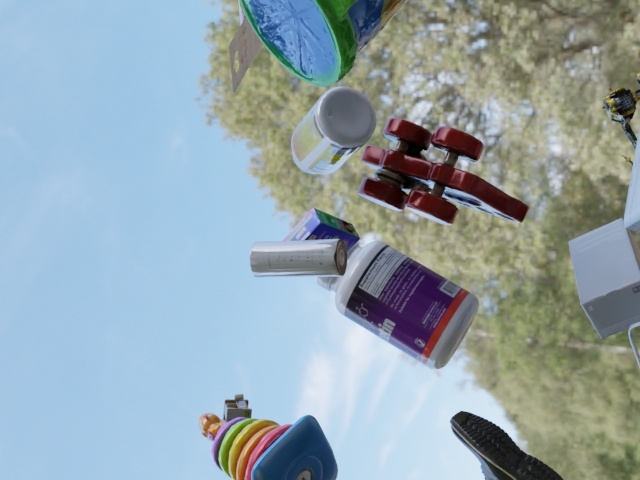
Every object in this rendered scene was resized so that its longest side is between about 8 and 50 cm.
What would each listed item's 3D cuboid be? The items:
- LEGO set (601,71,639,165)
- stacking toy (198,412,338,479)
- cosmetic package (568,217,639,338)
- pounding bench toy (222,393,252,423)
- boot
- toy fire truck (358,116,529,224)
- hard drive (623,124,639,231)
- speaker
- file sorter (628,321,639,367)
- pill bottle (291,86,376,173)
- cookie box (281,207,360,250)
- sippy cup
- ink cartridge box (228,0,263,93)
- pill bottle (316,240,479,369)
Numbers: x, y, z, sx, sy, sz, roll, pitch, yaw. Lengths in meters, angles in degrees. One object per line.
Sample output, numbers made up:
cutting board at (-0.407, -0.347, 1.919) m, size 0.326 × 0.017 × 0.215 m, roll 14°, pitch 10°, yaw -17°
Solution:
LEGO set at (0.725, -0.231, 1.739) m, size 0.192 × 0.255 × 0.331 m, roll 23°, pitch -130°, yaw -71°
stacking toy at (-0.131, 0.378, 1.564) m, size 0.166 × 0.302 × 0.175 m, roll -40°, pitch -54°, yaw -30°
cosmetic package at (0.573, 0.070, 1.695) m, size 0.107 × 0.127 × 0.238 m, roll 53°, pitch -154°, yaw -24°
pounding bench toy at (-0.173, 0.350, 1.803) m, size 0.065 × 0.052 × 0.083 m, roll -138°, pitch 52°, yaw -74°
boot at (0.262, 0.372, 1.334) m, size 0.077 × 0.198 × 0.137 m, roll -15°, pitch -45°, yaw -47°
toy fire truck at (0.238, -0.116, 1.733) m, size 0.254 × 0.302 × 0.169 m, roll 25°, pitch -93°, yaw -46°
hard drive at (0.587, -0.161, 1.390) m, size 0.353 × 0.047 × 0.233 m, roll 96°, pitch -173°, yaw -79°
speaker at (-0.033, 0.027, 1.261) m, size 0.055 × 0.136 × 0.055 m, roll -3°, pitch -90°, yaw -71°
file sorter at (0.711, 0.181, 1.503) m, size 0.193 × 0.277 × 0.173 m, roll 108°, pitch 145°, yaw -76°
pill bottle at (0.016, -0.198, 1.633) m, size 0.215 × 0.117 × 0.117 m, roll 143°, pitch 143°, yaw -66°
cookie box at (0.000, 0.000, 1.488) m, size 0.107 × 0.092 × 0.040 m, roll 21°, pitch -149°, yaw -47°
sippy cup at (0.027, -0.390, 1.301) m, size 0.224 × 0.305 × 0.240 m, roll -41°, pitch -37°, yaw -18°
ink cartridge box at (-0.164, -0.459, 1.868) m, size 0.181 × 0.056 × 0.225 m, roll 94°, pitch -158°, yaw -66°
pill bottle at (0.159, 0.122, 1.823) m, size 0.181 × 0.323 × 0.181 m, roll -54°, pitch -16°, yaw -23°
